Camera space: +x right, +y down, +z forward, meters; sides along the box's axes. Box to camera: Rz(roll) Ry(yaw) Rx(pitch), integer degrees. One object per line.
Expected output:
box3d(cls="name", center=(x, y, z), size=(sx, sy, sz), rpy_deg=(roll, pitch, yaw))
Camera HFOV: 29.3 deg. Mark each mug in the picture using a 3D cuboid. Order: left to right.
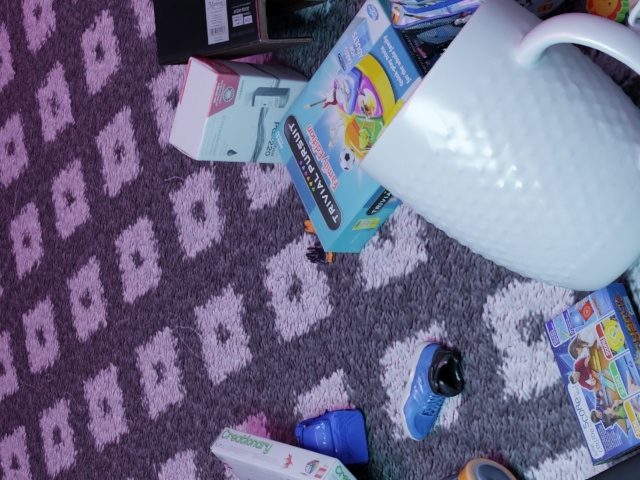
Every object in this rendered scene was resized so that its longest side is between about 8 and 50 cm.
box3d(cls="mug", center=(0.275, -0.123, 1.463), size=(0.328, 0.276, 0.374), rpy_deg=(37, 143, -1))

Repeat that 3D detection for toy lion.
box3d(cls="toy lion", center=(0.381, -0.334, 1.600), size=(0.096, 0.034, 0.100), rpy_deg=(-33, 63, 55))

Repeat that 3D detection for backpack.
box3d(cls="backpack", center=(0.007, 0.326, 2.002), size=(0.120, 0.101, 0.098), rpy_deg=(-25, 63, 52))
box3d(cls="backpack", center=(0.214, -0.407, 1.662), size=(0.263, 0.213, 0.276), rpy_deg=(-6, 86, 27))

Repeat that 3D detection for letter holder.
box3d(cls="letter holder", center=(-0.114, -0.391, 2.090), size=(0.302, 0.214, 0.152), rpy_deg=(-1, 95, 50))

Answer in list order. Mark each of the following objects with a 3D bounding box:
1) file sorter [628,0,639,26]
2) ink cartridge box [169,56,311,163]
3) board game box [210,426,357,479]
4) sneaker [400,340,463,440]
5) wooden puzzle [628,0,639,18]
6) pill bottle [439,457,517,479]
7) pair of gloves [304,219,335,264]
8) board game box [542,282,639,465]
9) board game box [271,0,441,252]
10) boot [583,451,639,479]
box3d(cls="file sorter", center=(0.493, -0.211, 1.265), size=(0.277, 0.173, 0.193), rpy_deg=(49, 135, 18))
box3d(cls="ink cartridge box", center=(-0.131, -0.218, 2.093), size=(0.092, 0.218, 0.158), rpy_deg=(34, 115, 41))
box3d(cls="board game box", center=(-0.027, 0.401, 1.982), size=(0.305, 0.193, 0.053), rpy_deg=(4, 50, 51))
box3d(cls="sneaker", center=(0.169, 0.232, 1.829), size=(0.084, 0.058, 0.152), rpy_deg=(16, 95, 60))
box3d(cls="wooden puzzle", center=(0.471, -0.477, 1.455), size=(0.322, 0.080, 0.347), rpy_deg=(-28, 63, 48))
box3d(cls="pill bottle", center=(0.191, 0.422, 1.739), size=(0.130, 0.130, 0.245), rpy_deg=(53, 128, 38))
box3d(cls="pair of gloves", center=(0.000, 0.000, 2.089), size=(0.074, 0.010, 0.083), rpy_deg=(-2, 91, 50))
box3d(cls="board game box", center=(0.370, 0.173, 1.581), size=(0.136, 0.035, 0.201), rpy_deg=(-43, 56, 51))
box3d(cls="board game box", center=(0.071, -0.181, 1.947), size=(0.336, 0.079, 0.253), rpy_deg=(-51, 52, 38))
box3d(cls="boot", center=(0.439, 0.214, 1.394), size=(0.445, 0.146, 0.367), rpy_deg=(-48, 64, 43))
